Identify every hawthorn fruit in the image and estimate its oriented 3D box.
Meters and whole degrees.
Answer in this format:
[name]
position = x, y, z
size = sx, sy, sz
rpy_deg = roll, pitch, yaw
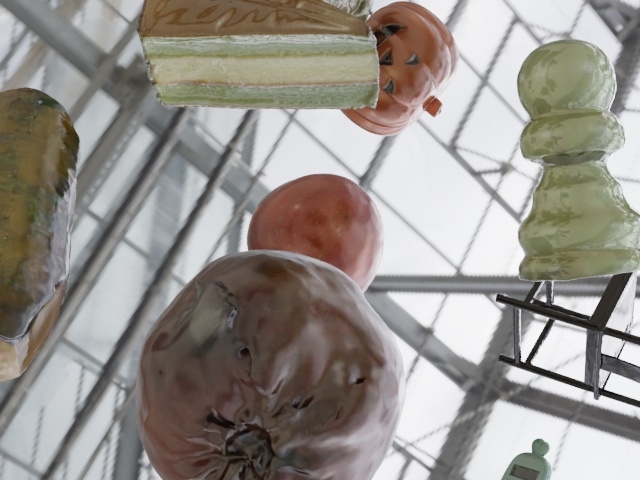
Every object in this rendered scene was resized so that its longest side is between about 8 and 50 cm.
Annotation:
[hawthorn fruit]
position = -0.047, 0.150, 1.123
size = 0.308, 0.308, 0.325
rpy_deg = -26, -162, 35

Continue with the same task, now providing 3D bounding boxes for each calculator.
[calculator]
position = 0.294, 0.359, 1.514
size = 0.153, 0.021, 0.095
rpy_deg = -57, -162, -15

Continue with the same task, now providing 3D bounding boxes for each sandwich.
[sandwich]
position = -0.036, -0.159, 0.740
size = 0.163, 0.079, 0.114
rpy_deg = 1, -127, 9

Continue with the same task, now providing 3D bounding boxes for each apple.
[apple]
position = 0.000, 0.000, 1.930
size = 0.260, 0.260, 0.216
rpy_deg = -8, -142, 50

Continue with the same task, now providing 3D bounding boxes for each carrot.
[carrot]
position = -0.184, -0.004, 0.608
size = 0.082, 0.082, 0.173
rpy_deg = -28, -137, 34

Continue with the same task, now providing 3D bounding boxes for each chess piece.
[chess piece]
position = 0.270, -0.089, 1.107
size = 0.144, 0.144, 0.252
rpy_deg = -4, -87, 52

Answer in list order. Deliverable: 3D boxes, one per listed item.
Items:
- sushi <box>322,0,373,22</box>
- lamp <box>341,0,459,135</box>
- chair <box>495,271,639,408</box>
[sushi]
position = 0.011, -0.377, 1.219
size = 0.171, 0.211, 0.350
rpy_deg = 42, -81, 21
[lamp]
position = 0.109, -0.234, 1.456
size = 0.187, 0.164, 0.187
rpy_deg = -44, 174, -6
[chair]
position = 0.374, 0.116, 1.353
size = 0.260, 0.155, 0.141
rpy_deg = 17, -129, 27
